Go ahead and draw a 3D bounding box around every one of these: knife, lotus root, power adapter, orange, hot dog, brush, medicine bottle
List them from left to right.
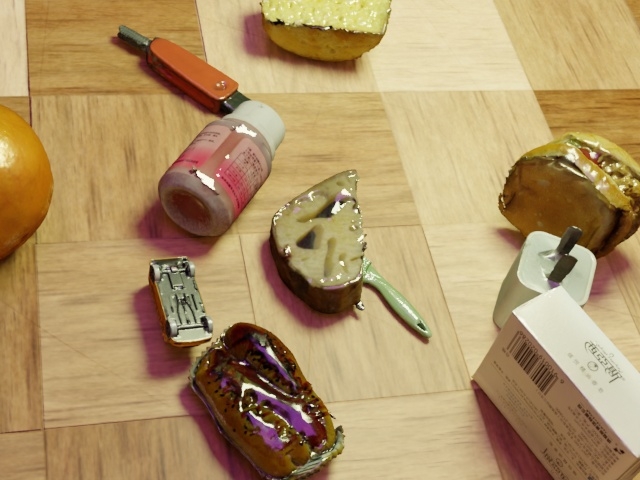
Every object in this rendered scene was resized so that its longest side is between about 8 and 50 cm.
[{"bbox_3d":[-0.542,-0.088,1.568,0.261,0.261,0.261,6,52,-8],"label":"orange"},{"bbox_3d":[-0.255,-0.320,1.929,0.323,0.051,0.070,32,55,12],"label":"brush"},{"bbox_3d":[-0.160,-0.128,1.745,0.147,0.147,0.247,28,51,9],"label":"medicine bottle"},{"bbox_3d":[-0.080,0.238,1.520,0.162,0.082,0.270,-29,65,-28],"label":"hot dog"},{"bbox_3d":[0.000,0.000,1.718,0.170,0.074,0.261,-8,55,-3],"label":"lotus root"},{"bbox_3d":[0.084,0.062,1.733,0.043,0.020,0.293,-29,63,-28],"label":"knife"},{"bbox_3d":[0.378,0.061,1.683,0.125,0.205,0.130,22,53,4],"label":"power adapter"}]

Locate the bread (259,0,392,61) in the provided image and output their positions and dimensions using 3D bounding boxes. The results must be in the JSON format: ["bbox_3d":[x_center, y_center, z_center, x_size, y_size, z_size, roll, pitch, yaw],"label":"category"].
[{"bbox_3d":[0.009,-0.435,2.026,0.260,0.147,0.160,3,61,-3],"label":"bread"}]

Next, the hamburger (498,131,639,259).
[{"bbox_3d":[0.447,-0.076,1.798,0.244,0.244,0.163,37,54,16],"label":"hamburger"}]

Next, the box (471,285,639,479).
[{"bbox_3d":[0.379,0.239,1.546,0.116,0.203,0.274,-24,61,-28],"label":"box"}]

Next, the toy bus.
[{"bbox_3d":[-0.221,0.104,1.595,0.069,0.074,0.162,-4,51,-25],"label":"toy bus"}]
